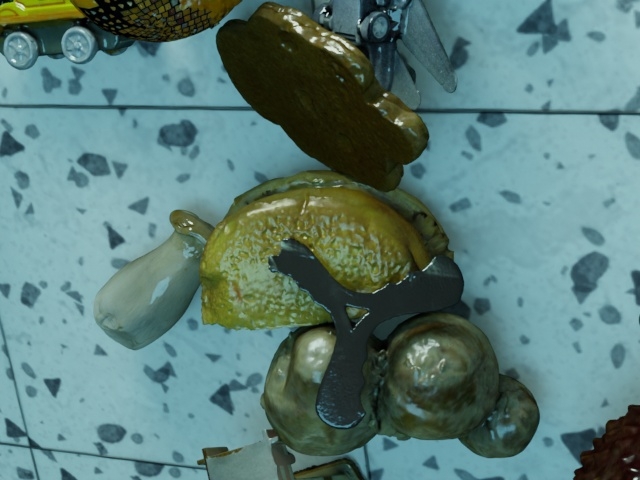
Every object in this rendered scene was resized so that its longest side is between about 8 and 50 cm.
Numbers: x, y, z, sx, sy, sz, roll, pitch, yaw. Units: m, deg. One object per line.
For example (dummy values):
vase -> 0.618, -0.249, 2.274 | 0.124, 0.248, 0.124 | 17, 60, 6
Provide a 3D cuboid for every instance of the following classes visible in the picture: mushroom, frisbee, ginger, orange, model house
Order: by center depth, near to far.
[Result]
orange -> -0.159, -0.308, 1.274 | 0.182, 0.234, 0.234 | 44, 125, 20
frisbee -> 0.028, 0.063, 1.328 | 0.187, 0.012, 0.211 | 44, 88, 6
ginger -> 0.086, 0.165, 1.431 | 0.304, 0.155, 0.244 | 4, 149, 15
mushroom -> -0.190, 0.050, 1.548 | 0.212, 0.088, 0.097 | -48, 59, 28
model house -> -0.015, 0.398, 1.583 | 0.169, 0.244, 0.326 | -26, 71, 30

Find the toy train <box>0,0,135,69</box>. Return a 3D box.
toy train -> -0.285, -0.259, 1.435 | 0.219, 0.089, 0.127 | -1, 104, 23

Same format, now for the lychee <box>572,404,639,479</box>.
lychee -> 0.400, 0.298, 1.306 | 0.306, 0.306, 0.330 | 37, 146, 2

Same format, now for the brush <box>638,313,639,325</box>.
brush -> 0.457, 0.136, 1.355 | 0.266, 0.027, 0.062 | 23, 121, 11

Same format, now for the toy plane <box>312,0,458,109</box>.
toy plane -> 0.048, -0.271, 1.285 | 0.212, 0.088, 0.267 | 19, 121, 40

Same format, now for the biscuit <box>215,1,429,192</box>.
biscuit -> 0.003, -0.152, 1.320 | 0.290, 0.041, 0.208 | 28, 154, 37

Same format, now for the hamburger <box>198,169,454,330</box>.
hamburger -> 0.000, 0.000, 1.410 | 0.283, 0.144, 0.157 | -7, 104, 9
